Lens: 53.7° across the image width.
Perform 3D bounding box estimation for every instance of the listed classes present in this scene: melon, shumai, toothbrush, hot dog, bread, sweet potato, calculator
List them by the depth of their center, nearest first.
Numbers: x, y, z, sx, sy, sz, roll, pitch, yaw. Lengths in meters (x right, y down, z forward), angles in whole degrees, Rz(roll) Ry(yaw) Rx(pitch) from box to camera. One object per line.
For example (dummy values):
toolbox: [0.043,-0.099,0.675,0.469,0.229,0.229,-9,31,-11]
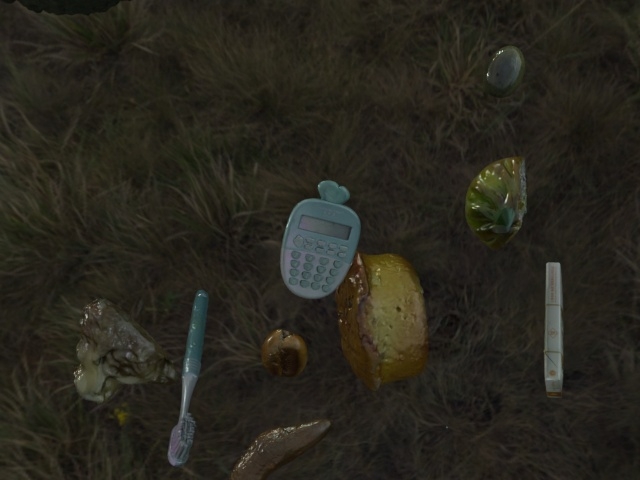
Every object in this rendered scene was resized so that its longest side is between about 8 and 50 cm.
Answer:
toothbrush: [-0.076,0.070,0.378,0.011,0.167,0.014,23,110,-15]
shumai: [-0.355,0.209,1.092,0.153,0.209,0.161,-43,33,-12]
hot dog: [-0.068,0.222,1.222,0.090,0.140,0.060,3,40,4]
sweet potato: [-0.122,0.518,1.526,0.341,0.092,0.114,-43,111,9]
calculator: [0.000,0.000,1.544,0.184,0.042,0.295,14,97,-14]
melon: [0.461,-0.422,1.587,0.098,0.098,0.130,27,99,17]
bread: [0.449,-0.087,1.641,0.156,0.158,0.260,3,117,26]
bread: [0.160,0.213,1.748,0.216,0.398,0.397,-6,72,-7]

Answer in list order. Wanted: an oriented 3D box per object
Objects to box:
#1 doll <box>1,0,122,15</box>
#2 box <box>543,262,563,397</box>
doll: [-0.248,-0.384,0.724,0.248,0.247,0.349,4,46,13]
box: [0.428,0.165,1.159,0.032,0.122,0.220,0,63,21]
